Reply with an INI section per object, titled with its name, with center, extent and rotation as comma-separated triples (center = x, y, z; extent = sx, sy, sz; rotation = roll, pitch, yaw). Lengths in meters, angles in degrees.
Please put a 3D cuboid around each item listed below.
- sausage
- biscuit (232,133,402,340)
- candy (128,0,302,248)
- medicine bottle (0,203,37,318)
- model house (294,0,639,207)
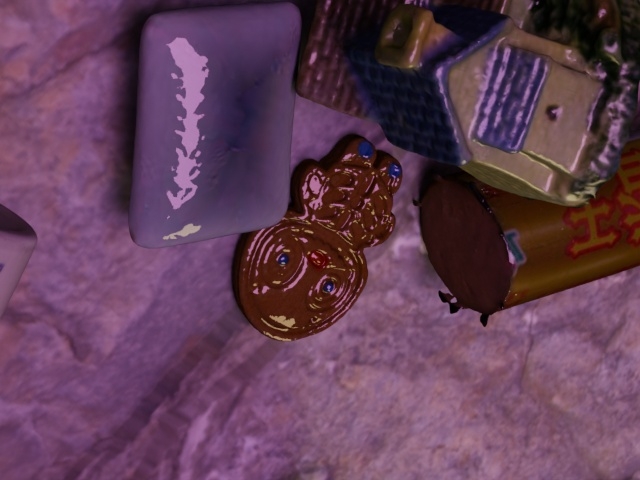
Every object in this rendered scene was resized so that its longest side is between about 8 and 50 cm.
[sausage]
center = 0.241, -0.024, 1.426
extent = 0.317, 0.117, 0.125
rotation = -14, 110, -27
[biscuit]
center = 0.000, 0.000, 1.344
extent = 0.124, 0.026, 0.175
rotation = 30, 93, -38
[candy]
center = -0.076, -0.085, 1.229
extent = 0.138, 0.071, 0.174
rotation = -12, 117, -39
[medicine bottle]
center = -0.318, 0.120, 1.131
extent = 0.130, 0.130, 0.341
rotation = 23, 97, -37
[model house]
center = 0.102, -0.141, 1.226
extent = 0.189, 0.214, 0.195
rotation = 11, 102, -34
